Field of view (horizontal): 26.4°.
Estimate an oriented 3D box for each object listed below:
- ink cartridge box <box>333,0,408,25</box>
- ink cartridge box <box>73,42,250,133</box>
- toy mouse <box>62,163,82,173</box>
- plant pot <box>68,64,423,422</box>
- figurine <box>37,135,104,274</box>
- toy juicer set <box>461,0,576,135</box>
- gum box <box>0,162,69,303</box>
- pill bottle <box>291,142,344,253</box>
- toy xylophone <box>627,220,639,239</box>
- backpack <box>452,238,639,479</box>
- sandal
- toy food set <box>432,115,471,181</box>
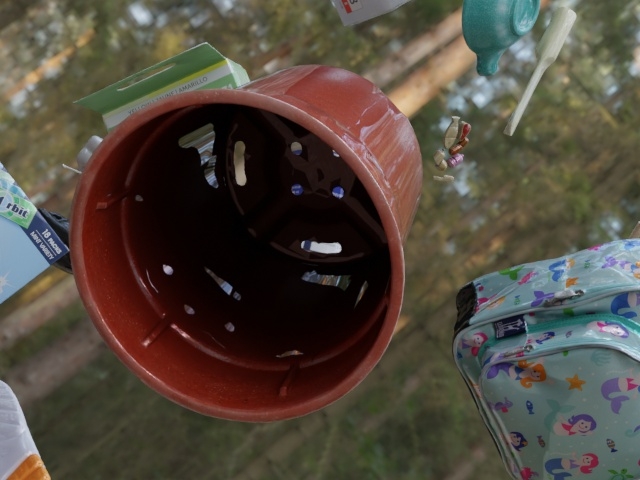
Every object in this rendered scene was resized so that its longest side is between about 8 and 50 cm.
[{"bbox_3d":[0.073,-0.328,1.495,0.179,0.045,0.145,-14,-74,42],"label":"ink cartridge box"},{"bbox_3d":[-0.177,-0.164,1.618,0.235,0.171,0.056,-21,87,-84],"label":"ink cartridge box"},{"bbox_3d":[-0.217,-0.051,1.661,0.143,0.031,0.161,7,-30,21],"label":"toy mouse"},{"bbox_3d":[-0.035,-0.026,1.165,0.272,0.272,0.265,54,24,-8],"label":"plant pot"},{"bbox_3d":[-0.287,-0.026,1.903,0.209,0.215,0.092,35,-2,42],"label":"figurine"},{"bbox_3d":[0.243,-0.321,1.727,0.089,0.209,0.329,21,-33,33],"label":"toy juicer set"},{"bbox_3d":[-0.391,0.006,1.462,0.157,0.184,0.041,53,-17,-9],"label":"gum box"},{"bbox_3d":[0.000,0.000,1.836,0.153,0.265,0.153,13,-17,4],"label":"pill bottle"},{"bbox_3d":[0.453,0.112,1.774,0.081,0.323,0.236,15,31,-35],"label":"toy xylophone"},{"bbox_3d":[0.273,0.123,1.341,0.191,0.253,0.225,-85,152,-61],"label":"backpack"},{"bbox_3d":[-0.347,0.274,1.534,0.076,0.101,0.265,84,-13,-51],"label":"sandal"},{"bbox_3d":[0.236,-0.166,2.458,0.019,0.078,0.122,36,-68,41],"label":"toy food set"}]
